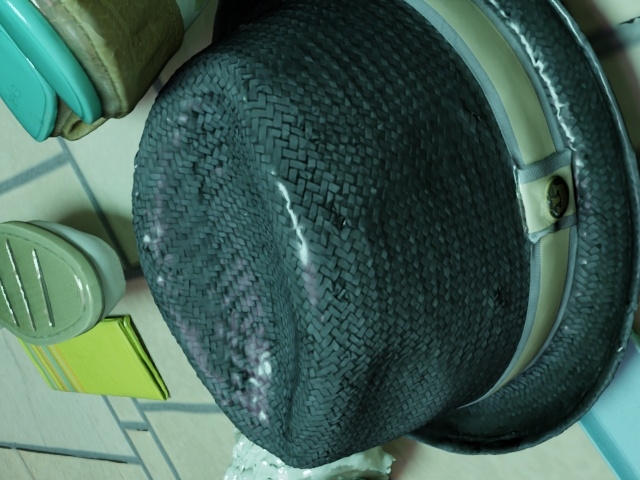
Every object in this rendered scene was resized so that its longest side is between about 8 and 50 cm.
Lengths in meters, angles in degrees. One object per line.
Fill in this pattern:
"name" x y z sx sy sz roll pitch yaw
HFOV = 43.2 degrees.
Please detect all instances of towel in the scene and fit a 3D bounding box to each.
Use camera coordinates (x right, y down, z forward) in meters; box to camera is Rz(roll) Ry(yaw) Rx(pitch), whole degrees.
"towel" -0.255 0.126 0.882 0.237 0.021 0.102 -7 117 45

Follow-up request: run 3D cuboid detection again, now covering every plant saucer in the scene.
"plant saucer" 0.176 0.097 0.454 0.192 0.018 0.067 54 139 -1

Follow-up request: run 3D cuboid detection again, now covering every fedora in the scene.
"fedora" 0.000 0.000 0.435 0.334 0.152 0.334 25 129 35

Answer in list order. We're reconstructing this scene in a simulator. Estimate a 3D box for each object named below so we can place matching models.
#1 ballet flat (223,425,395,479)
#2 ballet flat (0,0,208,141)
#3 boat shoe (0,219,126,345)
"ballet flat" -0.045 0.246 0.706 0.147 0.147 0.409 39 134 17
"ballet flat" -0.121 -0.125 0.448 0.116 0.124 0.342 54 165 -11
"boat shoe" -0.259 0.031 0.753 0.302 0.103 0.113 -4 101 46
